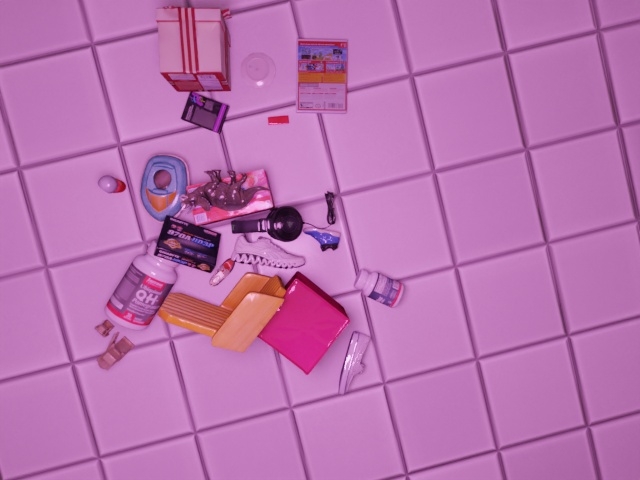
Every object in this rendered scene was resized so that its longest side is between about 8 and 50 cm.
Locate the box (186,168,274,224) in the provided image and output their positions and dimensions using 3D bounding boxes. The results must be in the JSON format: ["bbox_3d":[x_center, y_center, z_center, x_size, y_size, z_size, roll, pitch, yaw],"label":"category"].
[{"bbox_3d":[-0.339,-0.164,1.652,0.299,0.142,0.154,-14,93,-2],"label":"box"}]

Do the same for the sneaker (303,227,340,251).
[{"bbox_3d":[0.000,0.000,1.714,0.152,0.058,0.085,10,83,-9],"label":"sneaker"}]

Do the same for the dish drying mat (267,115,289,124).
[{"bbox_3d":[-0.168,-0.480,1.715,0.083,0.008,0.032,-6,93,-3],"label":"dish drying mat"}]

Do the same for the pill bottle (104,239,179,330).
[{"bbox_3d":[-0.659,0.164,1.634,0.176,0.176,0.319,31,91,-3],"label":"pill bottle"}]

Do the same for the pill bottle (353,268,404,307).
[{"bbox_3d":[0.228,0.186,1.707,0.180,0.108,0.108,25,91,-2],"label":"pill bottle"}]

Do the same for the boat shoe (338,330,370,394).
[{"bbox_3d":[0.136,0.498,1.721,0.084,0.095,0.258,16,92,1],"label":"boat shoe"}]

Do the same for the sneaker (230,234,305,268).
[{"bbox_3d":[-0.201,0.048,1.690,0.291,0.110,0.119,9,83,-3],"label":"sneaker"}]

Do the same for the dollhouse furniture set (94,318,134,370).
[{"bbox_3d":[-0.832,0.406,1.632,0.101,0.182,0.161,-45,94,0],"label":"dollhouse furniture set"}]

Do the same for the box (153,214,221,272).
[{"bbox_3d":[-0.493,0.014,1.611,0.220,0.175,0.051,21,131,-22],"label":"box"}]

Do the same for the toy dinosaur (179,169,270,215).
[{"bbox_3d":[-0.337,-0.169,1.539,0.313,0.121,0.161,3,103,-7],"label":"toy dinosaur"}]

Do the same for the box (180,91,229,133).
[{"bbox_3d":[-0.454,-0.503,1.692,0.162,0.029,0.116,20,90,-4],"label":"box"}]

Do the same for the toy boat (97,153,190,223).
[{"bbox_3d":[-0.662,-0.200,1.634,0.318,0.148,0.268,3,92,-3],"label":"toy boat"}]

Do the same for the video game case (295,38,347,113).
[{"bbox_3d":[0.004,-0.651,1.708,0.203,0.025,0.285,1,92,-2],"label":"video game case"}]

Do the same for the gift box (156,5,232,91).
[{"bbox_3d":[-0.446,-0.710,1.568,0.254,0.276,0.258,-2,91,-8],"label":"gift box"}]

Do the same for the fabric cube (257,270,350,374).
[{"bbox_3d":[-0.070,0.300,1.624,0.254,0.258,0.259,39,90,-4],"label":"fabric cube"}]

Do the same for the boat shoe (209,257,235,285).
[{"bbox_3d":[-0.392,0.127,1.711,0.049,0.043,0.137,42,89,-1],"label":"boat shoe"}]

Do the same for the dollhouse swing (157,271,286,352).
[{"bbox_3d":[-0.347,0.194,1.542,0.305,0.347,0.315,38,90,-12],"label":"dollhouse swing"}]

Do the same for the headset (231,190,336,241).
[{"bbox_3d":[-0.138,-0.089,1.618,0.393,0.243,0.185,-3,93,-8],"label":"headset"}]

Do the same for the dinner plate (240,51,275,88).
[{"bbox_3d":[-0.248,-0.676,1.701,0.141,0.017,0.141,0,91,-1],"label":"dinner plate"}]
